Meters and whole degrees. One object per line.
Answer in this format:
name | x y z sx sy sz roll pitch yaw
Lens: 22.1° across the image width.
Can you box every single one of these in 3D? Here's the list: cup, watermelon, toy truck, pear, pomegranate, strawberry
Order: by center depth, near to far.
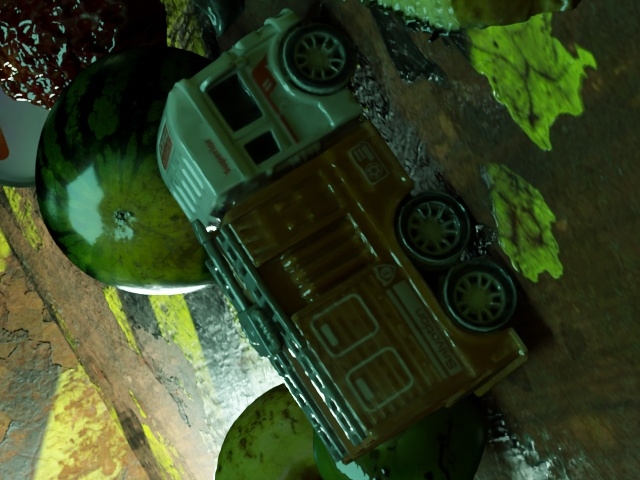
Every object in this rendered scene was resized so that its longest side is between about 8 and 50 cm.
toy truck | 0.000 0.000 1.476 0.387 0.207 0.173 56 161 9
pomegranate | 0.067 0.189 1.614 0.180 0.180 0.210 50 -174 25
watermelon | -0.168 -0.069 1.718 0.269 0.269 0.269 50 159 26
strawberry | -0.299 -0.244 1.856 0.274 0.220 0.274 54 162 27
pear | 0.002 0.283 1.899 0.271 0.271 0.271 50 159 26
cup | -0.408 -0.233 2.235 0.203 0.203 0.288 51 153 23

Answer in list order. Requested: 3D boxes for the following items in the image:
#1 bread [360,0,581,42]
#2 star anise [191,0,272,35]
bread | 0.066 -0.229 1.086 0.260 0.129 0.134 30 139 53
star anise | -0.124 -0.308 1.485 0.223 0.109 0.236 40 151 -15
